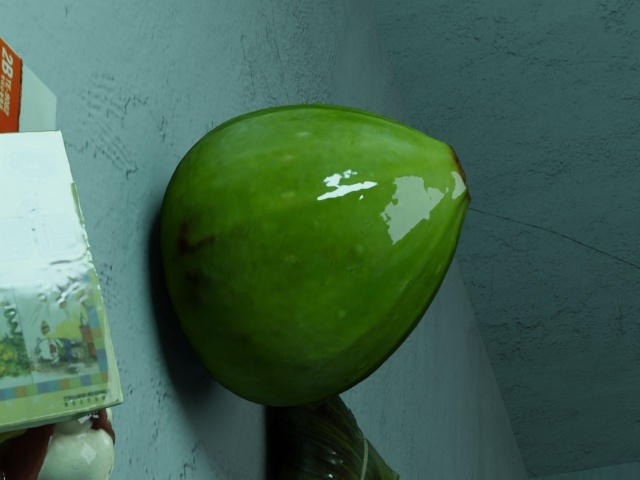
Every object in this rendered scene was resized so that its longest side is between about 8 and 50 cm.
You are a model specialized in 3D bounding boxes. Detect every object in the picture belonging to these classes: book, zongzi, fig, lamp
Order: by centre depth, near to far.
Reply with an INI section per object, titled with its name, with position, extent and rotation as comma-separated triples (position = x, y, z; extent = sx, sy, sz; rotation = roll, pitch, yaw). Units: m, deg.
[book]
position = -0.218, 0.026, 0.773
extent = 0.168, 0.013, 0.192
rotation = -7, 75, -36
[lamp]
position = -0.192, 0.116, 0.832
extent = 0.118, 0.118, 0.253
rotation = 20, 60, -73
[fig]
position = 0.000, 0.000, 1.237
extent = 0.316, 0.316, 0.316
rotation = -12, 90, -75
[zongzi]
position = -0.026, 0.253, 1.400
extent = 0.241, 0.111, 0.247
rotation = 57, 25, -8

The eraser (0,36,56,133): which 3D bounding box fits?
[eraser]
position = -0.262, -0.098, 0.888
extent = 0.230, 0.038, 0.157
rotation = 53, 28, -56
